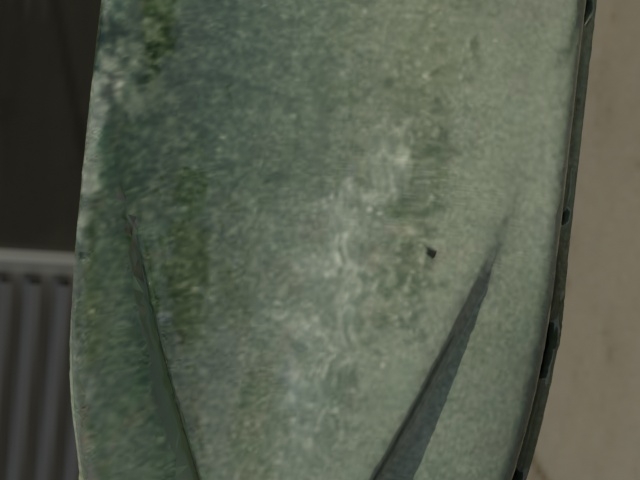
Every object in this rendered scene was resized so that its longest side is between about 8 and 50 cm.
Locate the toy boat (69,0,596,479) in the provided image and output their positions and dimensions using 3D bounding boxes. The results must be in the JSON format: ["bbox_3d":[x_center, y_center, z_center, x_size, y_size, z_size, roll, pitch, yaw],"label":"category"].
[{"bbox_3d":[0.000,0.000,0.514,0.092,0.141,0.319,39,-122,-84],"label":"toy boat"}]
